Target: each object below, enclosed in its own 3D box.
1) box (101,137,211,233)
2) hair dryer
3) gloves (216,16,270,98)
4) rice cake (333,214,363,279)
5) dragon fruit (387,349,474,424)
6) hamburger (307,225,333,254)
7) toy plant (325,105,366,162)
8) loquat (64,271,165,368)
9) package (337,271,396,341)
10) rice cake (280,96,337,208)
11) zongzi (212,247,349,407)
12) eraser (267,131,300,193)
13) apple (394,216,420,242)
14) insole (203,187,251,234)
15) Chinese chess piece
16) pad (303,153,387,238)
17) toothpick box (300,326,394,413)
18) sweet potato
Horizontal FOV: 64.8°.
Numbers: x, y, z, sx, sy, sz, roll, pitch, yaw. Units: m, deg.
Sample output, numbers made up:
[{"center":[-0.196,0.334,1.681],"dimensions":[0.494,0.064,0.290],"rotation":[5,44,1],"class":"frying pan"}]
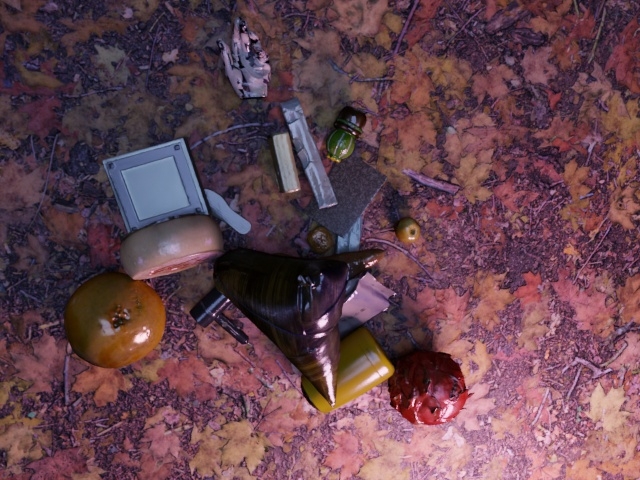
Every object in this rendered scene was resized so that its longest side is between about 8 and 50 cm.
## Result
[{"center":[-0.451,-0.146,1.405],"dimensions":[0.225,0.117,0.224],"rotation":[-18,100,-6],"class":"box"},{"center":[-0.277,0.245,1.525],"dimensions":[0.124,0.071,0.219],"rotation":[-42,109,-3],"class":"hair dryer"},{"center":[-0.209,-0.509,1.413],"dimensions":[0.128,0.111,0.211],"rotation":[-3,102,14],"class":"gloves"},{"center":[0.083,0.025,1.568],"dimensions":[0.085,0.040,0.225],"rotation":[5,97,-5],"class":"rice cake"},{"center":[0.335,0.461,1.586],"dimensions":[0.253,0.241,0.240],"rotation":[-22,101,-18],"class":"dragon fruit"},{"center":[0.000,0.000,1.550],"dimensions":[0.076,0.044,0.083],"rotation":[-42,100,-4],"class":"hamburger"},{"center":[0.071,-0.311,1.496],"dimensions":[0.093,0.093,0.162],"rotation":[24,94,-13],"class":"toy plant"},{"center":[-0.560,0.216,1.382],"dimensions":[0.264,0.263,0.262],"rotation":[-1,98,-10],"class":"loquat"},{"center":[0.097,0.210,1.541],"dimensions":[0.251,0.062,0.204],"rotation":[-45,140,9],"class":"package"},{"center":[-0.034,-0.255,1.493],"dimensions":[0.066,0.063,0.335],"rotation":[-22,96,-1],"class":"rice cake"},{"center":[-0.121,0.241,1.435],"dimensions":[0.404,0.208,0.431],"rotation":[9,112,30],"class":"zongzi"},{"center":[-0.107,-0.226,1.461],"dimensions":[0.058,0.117,0.171],"rotation":[-13,100,-8],"class":"eraser"},{"center":[0.274,-0.032,1.582],"dimensions":[0.084,0.071,0.083],"rotation":[-1,98,-10],"class":"apple"},{"center":[-0.287,-0.085,1.504],"dimensions":[0.188,0.004,0.064],"rotation":[39,90,-13],"class":"insole"},{"center":[-0.399,0.018,1.364],"dimensions":[0.270,0.270,0.112],"rotation":[-17,84,-8],"class":"Chinese chess piece"},{"center":[0.075,-0.140,1.538],"dimensions":[0.158,0.003,0.234],"rotation":[34,90,7],"class":"pad"},{"center":[0.075,0.408,1.554],"dimensions":[0.272,0.175,0.175],"rotation":[-35,102,2],"class":"toothpick box"},{"center":[0.025,0.085,1.509],"dimensions":[0.342,0.092,0.113],"rotation":[-3,80,4],"class":"sweet potato"}]
